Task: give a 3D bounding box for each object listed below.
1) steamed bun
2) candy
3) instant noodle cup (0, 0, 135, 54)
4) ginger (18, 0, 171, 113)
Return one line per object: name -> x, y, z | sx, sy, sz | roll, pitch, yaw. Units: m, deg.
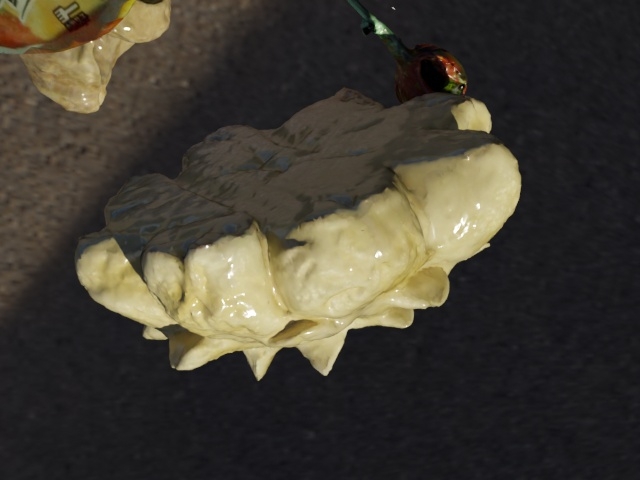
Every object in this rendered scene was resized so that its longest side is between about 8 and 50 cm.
steamed bun -> 0.000, 0.000, 1.147 | 0.292, 0.295, 0.137 | -12, 108, 16
candy -> 0.036, -0.154, 1.208 | 0.049, 0.055, 0.185 | -27, 119, 39
instant noodle cup -> -0.101, -0.171, 0.476 | 0.205, 0.205, 0.153 | 17, 58, 23
ginger -> -0.268, -0.233, 1.505 | 0.221, 0.130, 0.275 | -27, 106, 15
